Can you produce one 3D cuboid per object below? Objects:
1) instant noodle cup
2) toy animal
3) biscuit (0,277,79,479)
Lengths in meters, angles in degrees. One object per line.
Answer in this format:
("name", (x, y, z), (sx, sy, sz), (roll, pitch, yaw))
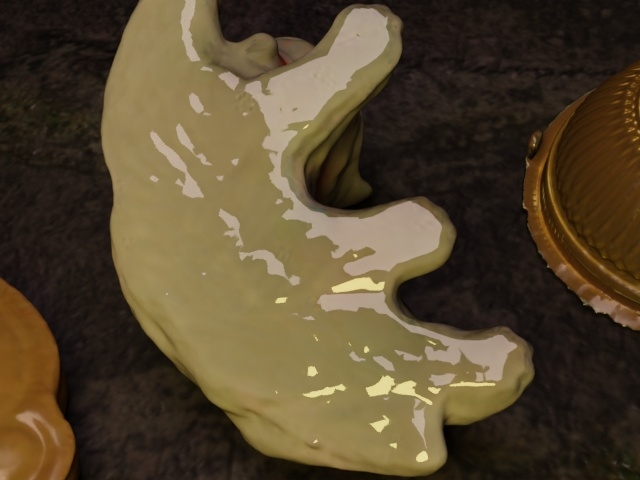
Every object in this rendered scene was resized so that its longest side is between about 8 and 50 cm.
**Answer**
("instant noodle cup", (0.266, -0.056, 0.776), (0.274, 0.091, 0.274), (-4, 48, 4))
("toy animal", (0.000, 0.000, 0.738), (0.308, 0.188, 0.266), (25, 76, 13))
("biscuit", (-0.301, 0.137, 0.693), (0.312, 0.057, 0.351), (11, 50, 18))
